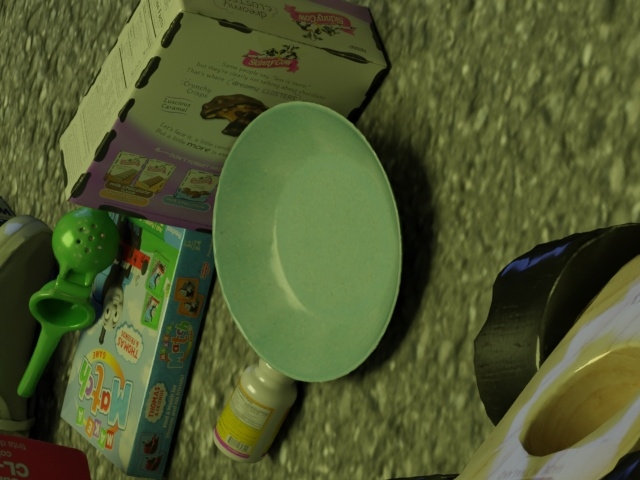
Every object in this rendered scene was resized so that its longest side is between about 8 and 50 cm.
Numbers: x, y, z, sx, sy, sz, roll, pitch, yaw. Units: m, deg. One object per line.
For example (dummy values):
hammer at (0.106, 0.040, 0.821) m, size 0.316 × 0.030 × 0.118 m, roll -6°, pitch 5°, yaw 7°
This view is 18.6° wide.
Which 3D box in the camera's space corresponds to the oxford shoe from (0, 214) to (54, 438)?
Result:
oxford shoe at (-0.322, 0.195, 1.816) m, size 0.130 × 0.169 × 0.449 m, roll 22°, pitch 95°, yaw 16°

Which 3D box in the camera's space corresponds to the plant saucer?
plant saucer at (0.000, 0.000, 1.354) m, size 0.195 × 0.037 × 0.195 m, roll 8°, pitch 101°, yaw 48°

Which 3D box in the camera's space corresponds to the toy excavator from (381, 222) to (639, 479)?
toy excavator at (0.184, 0.254, 0.705) m, size 0.433 × 0.445 × 0.222 m, roll -49°, pitch 13°, yaw -27°

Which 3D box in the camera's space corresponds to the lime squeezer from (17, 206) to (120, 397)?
lime squeezer at (-0.215, 0.021, 1.659) m, size 0.110 × 0.059 × 0.310 m, roll 52°, pitch 127°, yaw 55°

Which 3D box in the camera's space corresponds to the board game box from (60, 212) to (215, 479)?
board game box at (-0.151, 0.073, 1.626) m, size 0.160 × 0.039 × 0.211 m, roll 26°, pitch 105°, yaw 60°

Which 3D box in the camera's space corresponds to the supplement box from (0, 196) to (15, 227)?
supplement box at (-0.349, 0.002, 1.973) m, size 0.083 × 0.056 × 0.083 m, roll 44°, pitch 120°, yaw 56°

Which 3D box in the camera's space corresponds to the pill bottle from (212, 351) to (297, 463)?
pill bottle at (-0.044, 0.119, 1.420) m, size 0.083 × 0.043 × 0.043 m, roll -62°, pitch 34°, yaw 28°

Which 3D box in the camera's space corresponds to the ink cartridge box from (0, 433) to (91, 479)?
ink cartridge box at (-0.262, 0.332, 1.486) m, size 0.226 × 0.131 × 0.306 m, roll -43°, pitch 45°, yaw 31°

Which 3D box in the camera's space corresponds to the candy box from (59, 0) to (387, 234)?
candy box at (-0.073, -0.098, 1.409) m, size 0.196 × 0.165 × 0.070 m, roll -54°, pitch 35°, yaw 36°
